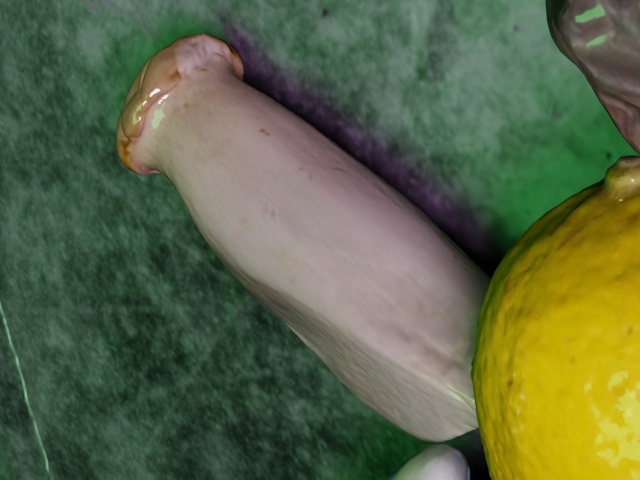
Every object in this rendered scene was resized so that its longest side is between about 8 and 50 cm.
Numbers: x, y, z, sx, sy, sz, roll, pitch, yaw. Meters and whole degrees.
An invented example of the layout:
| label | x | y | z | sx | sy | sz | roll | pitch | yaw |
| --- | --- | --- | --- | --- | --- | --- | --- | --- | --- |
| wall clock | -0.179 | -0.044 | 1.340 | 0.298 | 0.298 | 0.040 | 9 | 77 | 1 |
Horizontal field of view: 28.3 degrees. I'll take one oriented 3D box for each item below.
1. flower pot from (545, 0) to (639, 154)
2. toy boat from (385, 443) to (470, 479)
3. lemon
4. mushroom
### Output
| label | x | y | z | sx | sy | sz | roll | pitch | yaw |
| --- | --- | --- | --- | --- | --- | --- | --- | --- | --- |
| flower pot | 0.225 | -0.150 | 0.547 | 0.213 | 0.302 | 0.301 | -32 | 87 | 38 |
| toy boat | 0.111 | 0.297 | 0.955 | 0.215 | 0.123 | 0.330 | 23 | 140 | 9 |
| lemon | 0.212 | 0.099 | 0.729 | 0.245 | 0.245 | 0.319 | 3 | 118 | 43 |
| mushroom | 0.004 | 0.005 | 0.964 | 0.407 | 0.137 | 0.154 | 45 | 176 | 25 |
